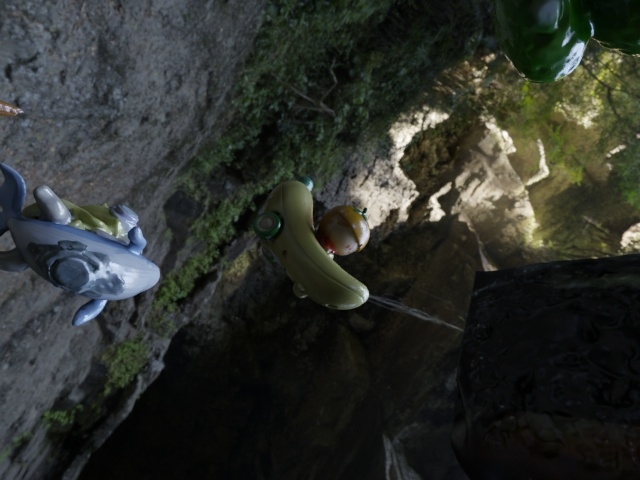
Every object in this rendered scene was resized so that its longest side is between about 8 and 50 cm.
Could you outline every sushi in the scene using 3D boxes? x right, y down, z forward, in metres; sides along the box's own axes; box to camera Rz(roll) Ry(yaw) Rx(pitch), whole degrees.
[{"bbox_3d":[0.231,0.138,0.351,0.227,0.215,0.212,6,-135,26],"label":"sushi"}]

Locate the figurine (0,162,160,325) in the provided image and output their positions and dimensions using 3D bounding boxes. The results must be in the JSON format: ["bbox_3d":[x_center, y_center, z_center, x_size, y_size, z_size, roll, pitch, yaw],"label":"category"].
[{"bbox_3d":[-0.280,0.004,0.496,0.128,0.208,0.184,-54,-147,0],"label":"figurine"}]

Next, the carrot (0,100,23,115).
[{"bbox_3d":[-0.436,-0.158,0.445,0.048,0.216,0.048,0,-90,45],"label":"carrot"}]

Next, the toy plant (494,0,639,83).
[{"bbox_3d":[0.207,-0.259,0.251,0.224,0.316,0.184,-23,-134,7],"label":"toy plant"}]

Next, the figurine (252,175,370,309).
[{"bbox_3d":[0.000,0.000,0.898,0.324,0.222,0.124,50,-18,26],"label":"figurine"}]
